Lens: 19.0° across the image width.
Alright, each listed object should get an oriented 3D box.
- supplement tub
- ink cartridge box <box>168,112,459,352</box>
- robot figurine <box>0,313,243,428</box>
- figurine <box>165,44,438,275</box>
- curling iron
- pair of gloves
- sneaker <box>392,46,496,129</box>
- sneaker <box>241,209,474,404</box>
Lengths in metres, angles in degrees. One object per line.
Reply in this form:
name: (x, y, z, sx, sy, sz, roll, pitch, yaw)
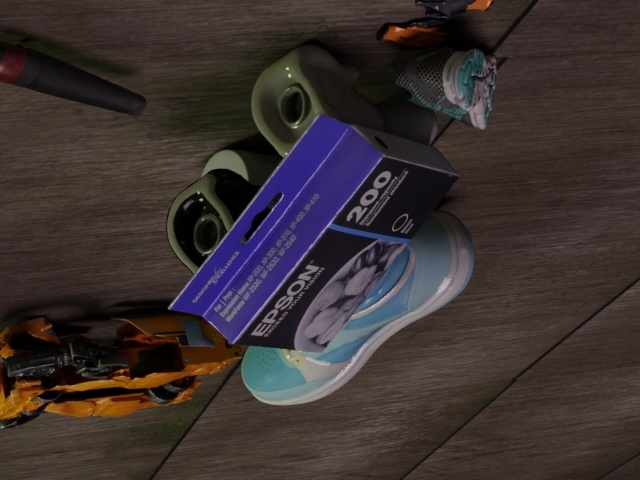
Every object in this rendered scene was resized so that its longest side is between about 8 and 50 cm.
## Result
supplement tub: (-0.047, -0.043, 1.727, 0.107, 0.071, 0.071, 7, 152, -43)
ink cartridge box: (0.000, 0.000, 1.573, 0.206, 0.045, 0.208, -52, 153, 15)
robot figurine: (-0.245, 0.137, 2.064, 0.291, 0.085, 0.211, -2, 157, -33)
figurine: (0.002, -0.056, 1.635, 0.209, 0.092, 0.215, 6, 126, -54)
curling iron: (-0.238, -0.128, 1.421, 0.274, 0.035, 0.068, 7, 155, -44)
pair of gloves: (0.093, -0.178, 1.543, 0.074, 0.010, 0.083, -1, 156, -32)
sneaker: (0.105, -0.135, 1.614, 0.076, 0.065, 0.166, 10, 175, 14)
sneaker: (-0.018, 0.063, 1.956, 0.208, 0.127, 0.319, 7, 140, -48)
